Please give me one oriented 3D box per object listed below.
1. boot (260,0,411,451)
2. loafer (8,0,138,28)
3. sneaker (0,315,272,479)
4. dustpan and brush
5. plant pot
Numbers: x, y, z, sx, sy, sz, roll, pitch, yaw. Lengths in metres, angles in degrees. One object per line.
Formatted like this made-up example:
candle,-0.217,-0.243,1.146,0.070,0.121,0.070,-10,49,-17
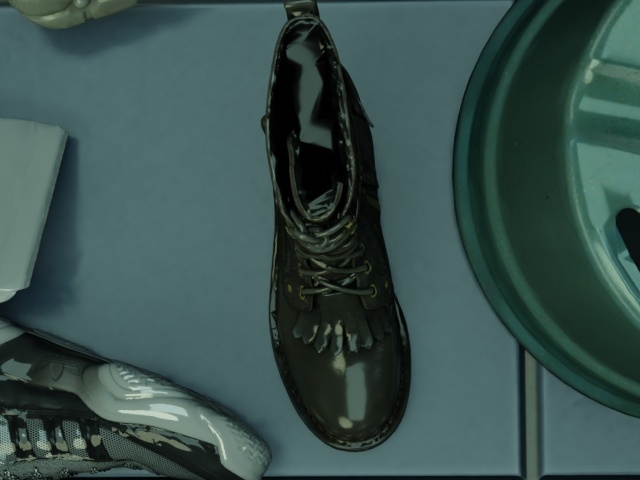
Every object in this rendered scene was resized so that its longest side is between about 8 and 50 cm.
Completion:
boot,0.000,0.000,1.220,0.091,0.229,0.263,-8,84,2
loafer,-0.065,-0.238,1.305,0.319,0.112,0.111,-16,65,-6
sneaker,-0.173,0.143,1.284,0.268,0.101,0.153,20,87,10
dustpan and brush,-0.283,-0.026,1.307,0.211,0.060,0.147,11,52,-4
plant pot,0.250,-0.046,1.146,0.341,0.334,0.341,0,90,3
